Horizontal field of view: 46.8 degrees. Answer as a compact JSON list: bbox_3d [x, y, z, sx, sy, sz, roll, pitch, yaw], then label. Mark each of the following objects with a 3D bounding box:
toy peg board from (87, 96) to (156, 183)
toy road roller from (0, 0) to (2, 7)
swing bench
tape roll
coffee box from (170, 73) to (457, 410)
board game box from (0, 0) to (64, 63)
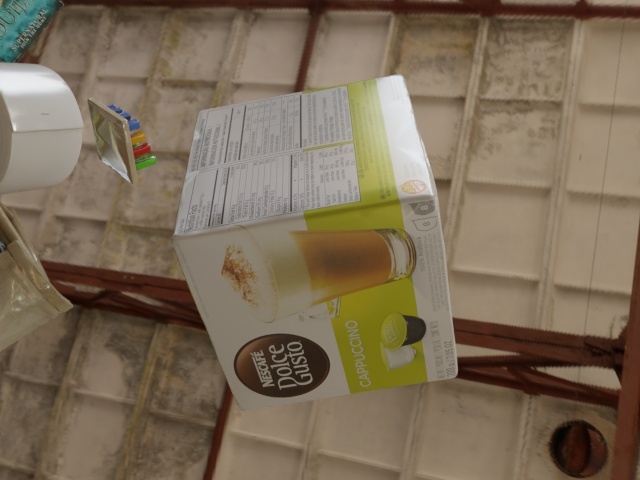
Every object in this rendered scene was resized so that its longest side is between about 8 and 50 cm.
[{"bbox_3d":[-0.456,-0.243,1.721,0.079,0.161,0.161,-28,-135,-33],"label":"toy peg board"},{"bbox_3d":[-0.708,-0.413,1.195,0.329,0.240,0.202,1,-107,22],"label":"toy road roller"},{"bbox_3d":[-0.591,0.066,1.201,0.253,0.165,0.255,-34,-115,-11],"label":"swing bench"},{"bbox_3d":[-0.595,-0.209,1.381,0.246,0.169,0.246,6,-77,27],"label":"tape roll"},{"bbox_3d":[0.000,0.000,1.102,0.334,0.338,0.338,-10,-142,5],"label":"coffee box"},{"bbox_3d":[-0.660,-0.479,1.588,0.186,0.126,0.026,-58,-154,-13],"label":"board game box"}]
